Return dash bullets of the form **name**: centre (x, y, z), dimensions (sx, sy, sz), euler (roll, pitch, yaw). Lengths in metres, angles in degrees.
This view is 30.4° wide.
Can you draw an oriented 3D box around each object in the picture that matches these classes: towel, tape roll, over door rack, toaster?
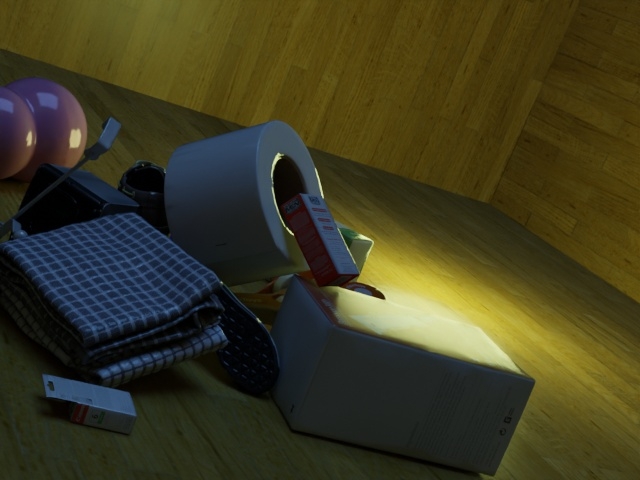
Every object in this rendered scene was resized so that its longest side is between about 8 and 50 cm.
- **towel**: centre (-0.293, 0.070, 1.629), dimensions (0.235, 0.121, 0.283), euler (-16, 37, -39)
- **tape roll**: centre (-0.117, -0.055, 1.886), dimensions (0.169, 0.246, 0.246), euler (-12, -1, 24)
- **over door rack**: centre (-0.484, -0.115, 1.685), dimensions (0.239, 0.324, 0.108), euler (37, 30, -26)
- **toaster**: centre (-0.395, -0.018, 1.853), dimensions (0.185, 0.168, 0.110), euler (30, 12, 28)

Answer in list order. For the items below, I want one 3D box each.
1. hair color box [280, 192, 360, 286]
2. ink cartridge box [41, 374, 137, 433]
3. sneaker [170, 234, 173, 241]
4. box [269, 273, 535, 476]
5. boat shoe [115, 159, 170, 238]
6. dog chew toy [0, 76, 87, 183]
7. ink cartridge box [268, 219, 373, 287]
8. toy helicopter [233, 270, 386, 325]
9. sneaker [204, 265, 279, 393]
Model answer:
- **hair color box**: centre (0.000, 0.000, 1.798), dimensions (0.072, 0.043, 0.141), euler (4, 57, -60)
- **ink cartridge box**: centre (-0.286, 0.200, 1.440), dimensions (0.115, 0.029, 0.063), euler (16, 14, -23)
- **sneaker**: centre (-0.263, 0.030, 2.041), dimensions (0.293, 0.102, 0.146), euler (2, 23, -39)
- **box**: centre (0.109, 0.203, 1.783), dimensions (0.345, 0.168, 0.215), euler (17, 13, -22)
- **boat shoe**: centre (-0.294, -0.080, 2.008), dimensions (0.116, 0.097, 0.324), euler (11, 17, -10)
- **dog chew toy**: centre (-0.603, -0.204, 2.223), dimensions (0.206, 0.207, 0.331), euler (30, 23, 30)
- **ink cartridge box**: centre (-0.030, 0.022, 2.317), dimensions (0.219, 0.160, 0.092), euler (30, 14, 30)
- **toy helicopter**: centre (-0.076, 0.105, 1.984), dimensions (0.355, 0.140, 0.235), euler (5, 24, -19)
- **sneaker**: centre (-0.132, 0.128, 1.776), dimensions (0.235, 0.084, 0.097), euler (55, 0, 17)
